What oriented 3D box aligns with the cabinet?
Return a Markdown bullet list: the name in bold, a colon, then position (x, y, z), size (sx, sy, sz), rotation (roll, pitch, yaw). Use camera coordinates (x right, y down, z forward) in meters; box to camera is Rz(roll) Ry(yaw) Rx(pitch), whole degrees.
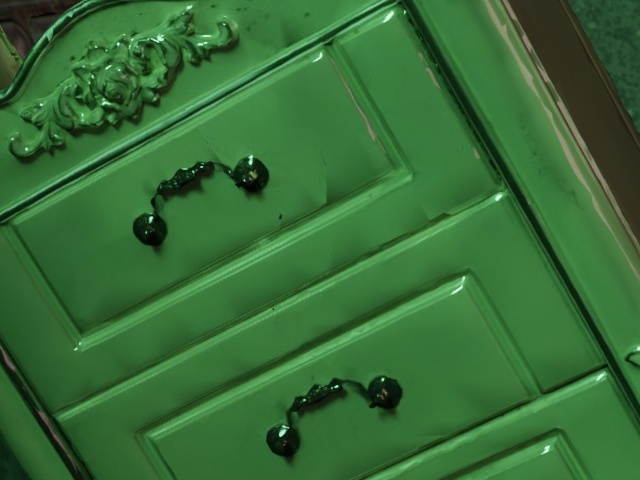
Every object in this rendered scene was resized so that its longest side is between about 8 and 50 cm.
- **cabinet**: position (0.000, 0.000, 0.807), size (0.318, 0.290, 0.227), rotation (59, 19, -12)
